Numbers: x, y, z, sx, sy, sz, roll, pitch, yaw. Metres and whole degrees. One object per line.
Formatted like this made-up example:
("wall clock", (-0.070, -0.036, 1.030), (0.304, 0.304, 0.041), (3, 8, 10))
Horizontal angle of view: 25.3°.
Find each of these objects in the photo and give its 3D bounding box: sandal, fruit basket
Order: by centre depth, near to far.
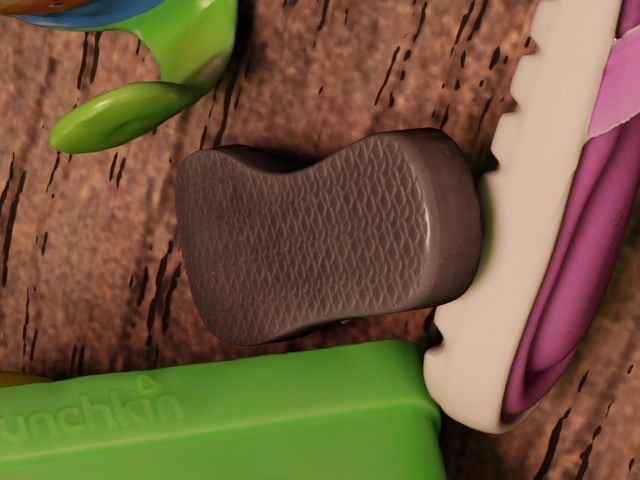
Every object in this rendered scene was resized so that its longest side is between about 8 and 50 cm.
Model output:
("sandal", (0.152, -0.089, 0.557), (0.102, 0.169, 0.416), (28, 126, 19))
("sandal", (0.000, 0.001, 0.653), (0.254, 0.054, 0.097), (2, 98, 60))
("fruit basket", (-0.144, 0.152, 0.679), (0.392, 0.392, 0.283), (28, 128, 16))

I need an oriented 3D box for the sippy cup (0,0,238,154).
("sippy cup", (-0.163, -0.199, 0.635), (0.305, 0.224, 0.240), (30, 114, 16))
